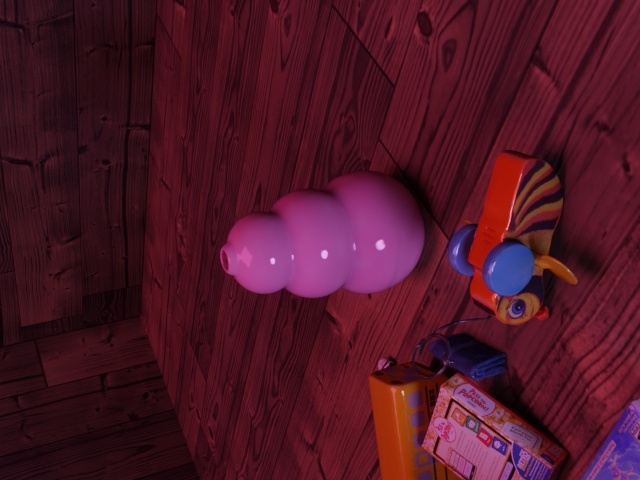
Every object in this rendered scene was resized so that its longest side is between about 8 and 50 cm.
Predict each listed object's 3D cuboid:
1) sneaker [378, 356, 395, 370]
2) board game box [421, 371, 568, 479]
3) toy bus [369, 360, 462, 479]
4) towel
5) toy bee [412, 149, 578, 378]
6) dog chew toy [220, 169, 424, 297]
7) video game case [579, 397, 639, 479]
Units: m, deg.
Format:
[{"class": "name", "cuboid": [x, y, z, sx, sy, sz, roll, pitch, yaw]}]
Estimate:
[{"class": "sneaker", "cuboid": [0.127, 0.262, 1.516, 0.037, 0.032, 0.083, 13, 113, 64]}, {"class": "board game box", "cuboid": [0.248, 0.306, 1.182, 0.193, 0.045, 0.146, 35, 135, 29]}, {"class": "toy bus", "cuboid": [0.173, 0.375, 1.345, 0.108, 0.130, 0.332, 10, 109, 64]}, {"class": "towel", "cuboid": [0.221, 0.173, 1.229, 0.119, 0.067, 0.029, 28, 127, 60]}, {"class": "toy bee", "cuboid": [0.242, 0.038, 1.064, 0.298, 0.162, 0.195, -56, 37, 25]}, {"class": "dog chew toy", "cuboid": [0.000, 0.000, 1.312, 0.206, 0.332, 0.206, 39, 134, 56]}, {"class": "video game case", "cuboid": [0.401, 0.351, 0.925, 0.244, 0.061, 0.269, 55, 146, 40]}]
